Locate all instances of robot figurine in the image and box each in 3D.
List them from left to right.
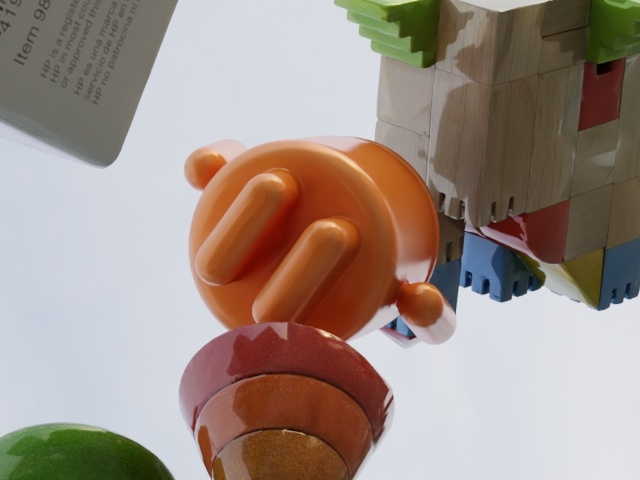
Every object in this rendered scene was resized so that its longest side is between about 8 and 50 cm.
[{"bbox_3d":[0.001,0.002,1.162,0.219,0.158,0.128,-17,-75,-73],"label":"robot figurine"}]

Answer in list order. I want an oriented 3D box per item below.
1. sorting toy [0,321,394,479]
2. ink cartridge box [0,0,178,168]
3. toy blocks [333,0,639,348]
[{"bbox_3d":[-0.124,0.177,1.081,0.365,0.126,0.127,-26,-56,22],"label":"sorting toy"},{"bbox_3d":[-0.215,-0.235,0.829,0.395,0.166,0.285,27,-98,-52],"label":"ink cartridge box"},{"bbox_3d":[0.167,-0.066,1.365,0.381,0.191,0.261,-18,-60,-42],"label":"toy blocks"}]
